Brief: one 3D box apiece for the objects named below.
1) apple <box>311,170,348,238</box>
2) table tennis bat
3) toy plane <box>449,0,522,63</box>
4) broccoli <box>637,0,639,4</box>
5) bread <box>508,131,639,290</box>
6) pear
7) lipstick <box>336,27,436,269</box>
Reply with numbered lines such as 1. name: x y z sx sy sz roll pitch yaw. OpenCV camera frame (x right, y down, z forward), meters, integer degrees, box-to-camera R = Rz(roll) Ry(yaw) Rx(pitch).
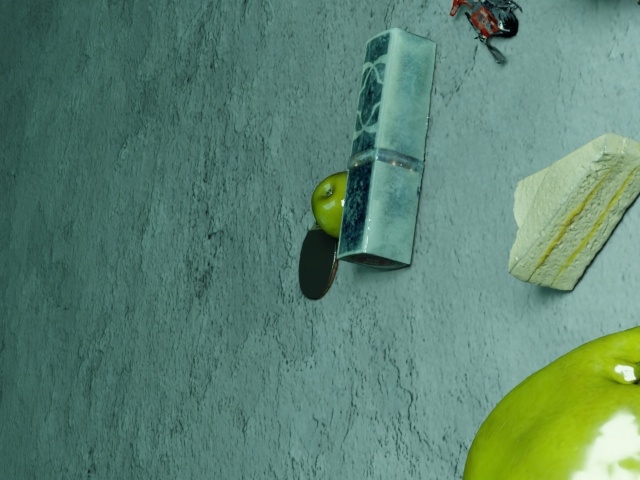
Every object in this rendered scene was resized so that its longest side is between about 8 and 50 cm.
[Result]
1. apple: 0.033 -0.046 1.845 0.090 0.074 0.089 -28 43 30
2. table tennis bat: 0.000 0.000 1.945 0.095 0.014 0.158 -10 71 61
3. toy plane: 0.188 -0.258 1.698 0.145 0.037 0.060 52 133 51
4. broccoli: 0.318 -0.334 1.425 0.180 0.273 0.242 -41 -13 -43
5. bread: 0.255 -0.026 1.426 0.152 0.077 0.105 -33 46 56
6. pear: 0.250 0.248 1.133 0.287 0.287 0.375 -142 55 -60
7. lipstick: 0.081 -0.112 1.784 0.077 0.076 0.289 -17 61 60
